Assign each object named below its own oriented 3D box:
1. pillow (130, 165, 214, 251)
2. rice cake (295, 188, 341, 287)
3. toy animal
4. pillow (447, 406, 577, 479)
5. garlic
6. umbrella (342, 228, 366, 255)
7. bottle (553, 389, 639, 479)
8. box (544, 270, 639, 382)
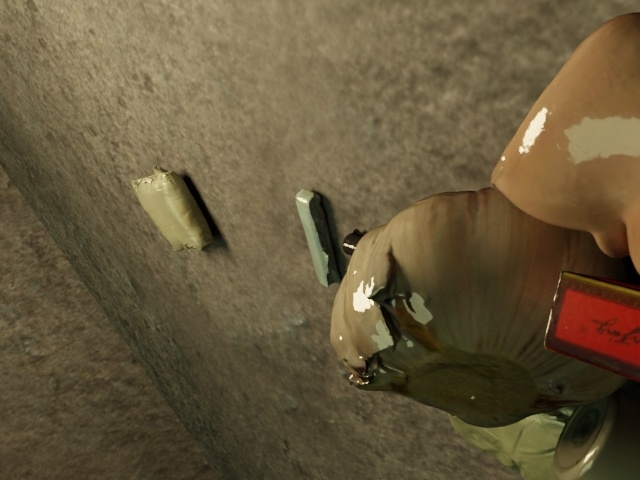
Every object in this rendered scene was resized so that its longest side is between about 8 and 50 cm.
[{"bbox_3d":[-0.280,-0.053,1.574,0.134,0.078,0.181,3,126,55],"label":"pillow"},{"bbox_3d":[0.000,0.000,1.257,0.042,0.030,0.180,24,142,40],"label":"rice cake"},{"bbox_3d":[0.268,-0.051,0.622,0.256,0.195,0.213,37,157,22],"label":"toy animal"},{"bbox_3d":[0.261,0.254,1.087,0.281,0.076,0.274,28,153,39],"label":"pillow"},{"bbox_3d":[0.172,0.071,0.852,0.322,0.240,0.322,8,168,2],"label":"garlic"},{"bbox_3d":[0.119,0.034,1.089,0.250,0.053,0.052,18,139,46],"label":"umbrella"},{"bbox_3d":[0.380,0.262,0.848,0.253,0.120,0.120,31,150,1],"label":"bottle"},{"bbox_3d":[0.315,0.081,0.665,0.153,0.240,0.074,24,102,47],"label":"box"}]
